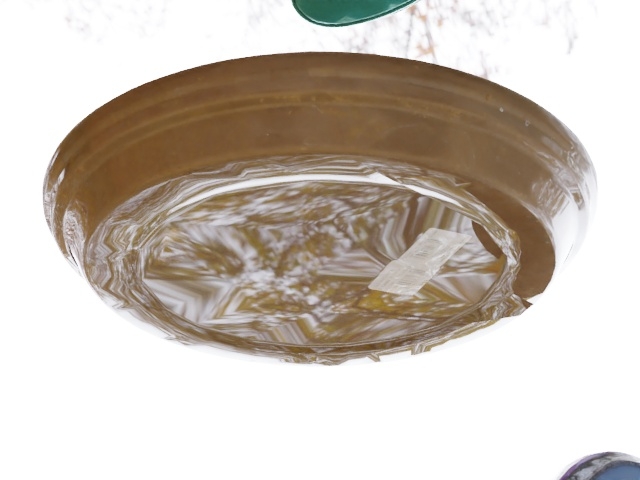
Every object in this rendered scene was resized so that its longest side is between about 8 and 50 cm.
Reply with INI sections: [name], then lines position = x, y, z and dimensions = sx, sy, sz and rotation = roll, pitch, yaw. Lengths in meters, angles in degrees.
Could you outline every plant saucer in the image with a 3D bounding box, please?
[plant saucer]
position = 0.000, 0.000, 0.733
dimensions = 0.277, 0.278, 0.041
rotation = -6, -119, 10

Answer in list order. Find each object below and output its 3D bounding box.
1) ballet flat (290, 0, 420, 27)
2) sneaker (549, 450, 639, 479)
[ballet flat]
position = 0.065, -0.181, 0.766
dimensions = 0.206, 0.073, 0.067
rotation = -27, -143, 37
[sneaker]
position = 0.183, 0.206, 0.689
dimensions = 0.130, 0.236, 0.323
rotation = 28, -130, -11
